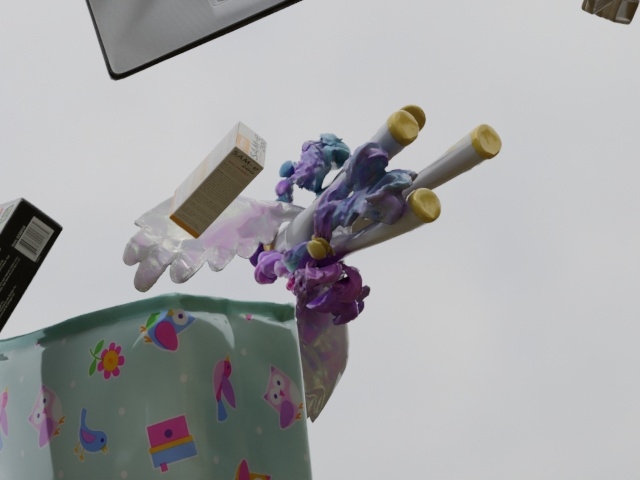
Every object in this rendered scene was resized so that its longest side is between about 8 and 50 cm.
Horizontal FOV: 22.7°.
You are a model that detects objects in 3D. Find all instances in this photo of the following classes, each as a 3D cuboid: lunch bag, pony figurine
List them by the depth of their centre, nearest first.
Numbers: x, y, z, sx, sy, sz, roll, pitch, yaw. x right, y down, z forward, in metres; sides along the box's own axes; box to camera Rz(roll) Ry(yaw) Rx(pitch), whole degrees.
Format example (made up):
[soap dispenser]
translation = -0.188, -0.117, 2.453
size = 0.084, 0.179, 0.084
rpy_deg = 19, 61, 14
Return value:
[lunch bag]
translation = -0.140, 0.164, 1.096
size = 0.262, 0.224, 0.160
rpy_deg = -15, -14, 36
[pony figurine]
translation = 0.000, 0.000, 1.825
size = 0.363, 0.303, 0.351
rpy_deg = -36, 5, 37

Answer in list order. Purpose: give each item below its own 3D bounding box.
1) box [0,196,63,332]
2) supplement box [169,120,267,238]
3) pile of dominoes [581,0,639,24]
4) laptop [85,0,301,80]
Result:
[box]
translation = -0.250, 0.072, 1.017
size = 0.036, 0.207, 0.114
rpy_deg = 39, -26, -24
[supplement box]
translation = -0.094, -0.056, 1.480
size = 0.036, 0.062, 0.098
rpy_deg = 38, -68, -17
[pile of dominoes]
translation = 0.322, -0.335, 1.553
size = 0.196, 0.040, 0.251
rpy_deg = -9, -58, -61
[laptop]
translation = -0.076, -0.407, 1.270
size = 0.407, 0.382, 0.236
rpy_deg = -23, -22, 7
